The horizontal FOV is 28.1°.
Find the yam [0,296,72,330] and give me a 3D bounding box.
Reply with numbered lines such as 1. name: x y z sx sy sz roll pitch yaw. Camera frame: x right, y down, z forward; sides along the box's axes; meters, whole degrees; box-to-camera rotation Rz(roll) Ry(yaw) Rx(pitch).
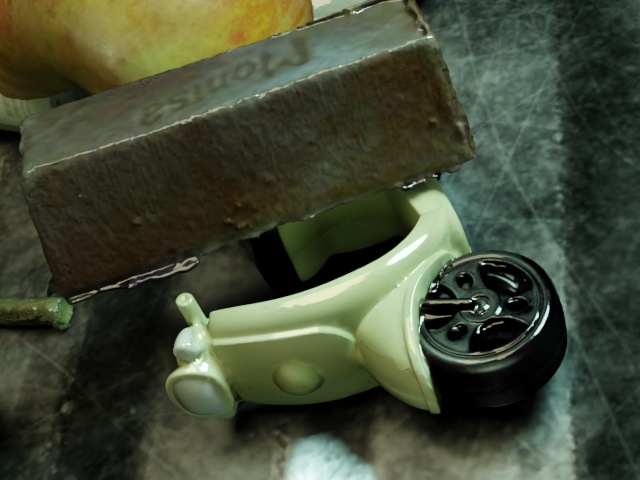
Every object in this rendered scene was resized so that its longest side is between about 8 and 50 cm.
1. yam: -0.272 0.063 1.086 0.129 0.027 0.033 -4 51 22

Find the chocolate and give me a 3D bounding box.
1. chocolate: -0.061 -0.070 0.896 0.321 0.112 0.112 -19 40 1

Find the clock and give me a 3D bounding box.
1. clock: 0.000 0.000 0.965 0.276 0.120 0.379 -22 43 3

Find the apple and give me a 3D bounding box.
1. apple: -0.157 -0.228 1.058 0.293 0.163 0.251 17 49 32

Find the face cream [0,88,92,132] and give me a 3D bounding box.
1. face cream: -0.366 -0.166 1.261 0.345 0.102 0.102 9 58 29

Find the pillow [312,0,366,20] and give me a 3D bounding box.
1. pillow: -0.042 -0.225 1.188 0.270 0.067 0.173 -30 51 -1
